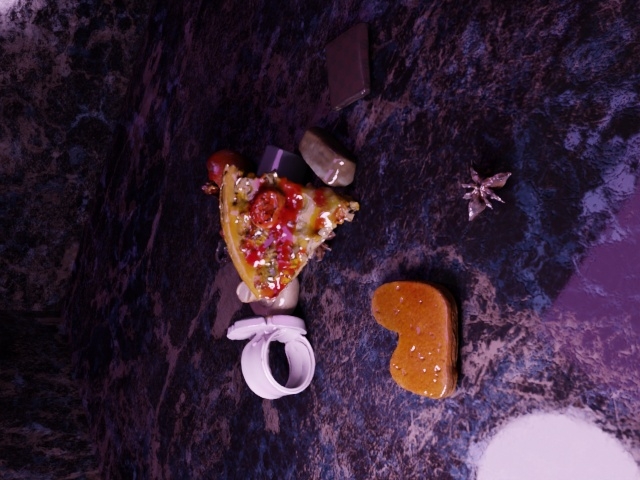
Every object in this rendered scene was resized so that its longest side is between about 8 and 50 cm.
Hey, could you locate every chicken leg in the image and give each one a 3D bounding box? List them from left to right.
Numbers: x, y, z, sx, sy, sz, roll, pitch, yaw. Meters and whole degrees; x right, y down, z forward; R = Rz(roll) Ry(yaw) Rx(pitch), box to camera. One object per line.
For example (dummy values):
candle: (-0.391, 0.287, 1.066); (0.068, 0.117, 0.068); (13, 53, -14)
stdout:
chicken leg: (-0.292, -0.093, 1.740); (0.096, 0.157, 0.407); (56, 169, 28)

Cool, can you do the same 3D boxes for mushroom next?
mushroom: (-0.171, 0.167, 1.628); (0.206, 0.209, 0.207); (37, 138, 43)

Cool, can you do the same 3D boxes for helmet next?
helmet: (-0.346, 0.037, 1.944); (0.123, 0.070, 0.098); (-52, 41, 39)

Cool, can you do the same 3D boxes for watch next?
watch: (-0.153, 0.349, 1.527); (0.196, 0.244, 0.232); (-26, 58, 44)

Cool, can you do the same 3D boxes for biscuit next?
biscuit: (0.227, 0.233, 1.249); (0.262, 0.052, 0.277); (-12, 75, 53)

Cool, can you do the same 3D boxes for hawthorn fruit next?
hawthorn fruit: (-0.344, -0.259, 1.921); (0.172, 0.172, 0.173); (-12, 74, 48)

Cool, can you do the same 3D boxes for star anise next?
star anise: (0.002, 0.000, 1.562); (0.141, 0.042, 0.141); (-18, 67, 49)
star anise: (0.360, -0.105, 1.146); (0.124, 0.056, 0.129); (33, 108, 47)

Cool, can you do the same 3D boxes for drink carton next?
drink carton: (-0.134, -0.198, 1.660); (0.185, 0.191, 0.190); (31, 100, 50)

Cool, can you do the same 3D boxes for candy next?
candy: (0.019, -0.252, 1.543); (0.234, 0.102, 0.104); (50, 120, 39)

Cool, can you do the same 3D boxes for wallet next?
wallet: (0.086, -0.524, 1.558); (0.181, 0.049, 0.229); (-14, 75, 48)

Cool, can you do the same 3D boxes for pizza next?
pizza: (-0.094, -0.073, 1.482); (0.405, 0.130, 0.440); (-20, 81, 10)
